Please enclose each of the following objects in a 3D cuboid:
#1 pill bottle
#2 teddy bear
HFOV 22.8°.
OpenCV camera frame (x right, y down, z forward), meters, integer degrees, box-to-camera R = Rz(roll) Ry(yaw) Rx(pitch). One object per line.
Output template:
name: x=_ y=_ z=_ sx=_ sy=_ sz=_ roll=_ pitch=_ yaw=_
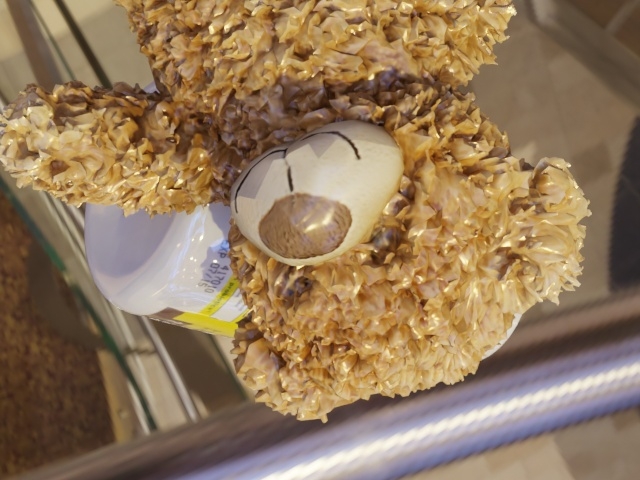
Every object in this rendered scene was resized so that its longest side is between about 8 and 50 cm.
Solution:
pill bottle: x=0.000 y=0.000 z=0.787 sx=0.215 sy=0.117 sz=0.117 roll=17 pitch=112 yaw=-34
teddy bear: x=-0.019 y=-0.101 z=0.648 sx=0.245 sy=0.338 sz=0.113 roll=-3 pitch=162 yaw=6
